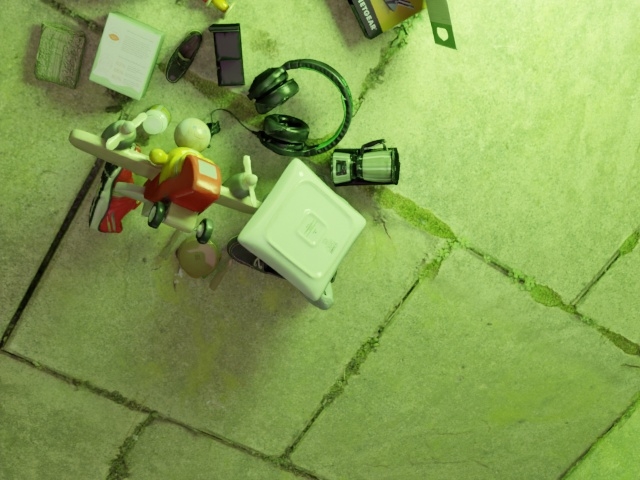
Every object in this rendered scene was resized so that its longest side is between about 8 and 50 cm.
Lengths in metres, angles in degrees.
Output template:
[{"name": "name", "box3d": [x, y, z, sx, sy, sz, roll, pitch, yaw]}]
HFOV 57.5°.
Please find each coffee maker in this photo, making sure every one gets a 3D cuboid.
[{"name": "coffee maker", "box3d": [0.125, -0.195, 1.601, 0.178, 0.171, 0.120, 1, 74, 13]}]

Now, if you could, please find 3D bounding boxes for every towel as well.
[{"name": "towel", "box3d": [-0.651, -0.462, 1.459, 0.110, 0.027, 0.148, 14, 110, -13]}]

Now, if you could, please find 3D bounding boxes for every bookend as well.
[{"name": "bookend", "box3d": [-0.229, -0.451, 1.441, 0.072, 0.156, 0.157, -4, 114, -5]}]

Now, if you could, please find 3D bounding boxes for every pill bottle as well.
[{"name": "pill bottle", "box3d": [-0.423, -0.309, 1.500, 0.065, 0.116, 0.065, -2, 113, -5]}]

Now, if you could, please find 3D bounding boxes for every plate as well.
[{"name": "plate", "box3d": [-0.031, -0.028, 1.508, 0.278, 0.045, 0.277, 40, 70, -20]}]

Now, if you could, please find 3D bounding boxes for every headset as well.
[{"name": "headset", "box3d": [-0.116, -0.318, 1.493, 0.394, 0.185, 0.243, -7, 114, 15]}]

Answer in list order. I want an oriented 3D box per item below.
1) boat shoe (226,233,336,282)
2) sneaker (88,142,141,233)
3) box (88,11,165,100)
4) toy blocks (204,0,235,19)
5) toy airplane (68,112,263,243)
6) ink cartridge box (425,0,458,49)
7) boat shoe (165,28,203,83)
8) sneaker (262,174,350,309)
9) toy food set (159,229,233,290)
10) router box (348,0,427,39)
[{"name": "boat shoe", "box3d": [-0.109, 0.056, 1.703, 0.335, 0.095, 0.112, 13, 111, -12]}, {"name": "sneaker", "box3d": [-0.537, -0.142, 1.586, 0.118, 0.107, 0.279, 16, 115, -32]}, {"name": "box", "box3d": [-0.477, -0.457, 1.445, 0.130, 0.091, 0.170, 22, 109, -14]}, {"name": "toy blocks", "box3d": [-0.262, -0.633, 1.414, 0.148, 0.054, 0.123, 34, 106, -18]}, {"name": "toy airplane", "box3d": [-0.347, -0.165, 1.418, 0.384, 0.386, 0.272, 20, 90, 14]}, {"name": "ink cartridge box", "box3d": [0.284, -0.573, 1.349, 0.056, 0.171, 0.235, -22, 115, 2]}, {"name": "boat shoe", "box3d": [-0.350, -0.466, 1.478, 0.056, 0.049, 0.152, 28, 108, -17]}, {"name": "sneaker", "box3d": [0.000, 0.000, 1.618, 0.210, 0.137, 0.366, -30, 104, -24]}, {"name": "toy food set", "box3d": [-0.358, 0.048, 1.708, 0.192, 0.038, 0.132, 34, 102, -7]}, {"name": "router box", "box3d": [0.154, -0.691, 1.421, 0.243, 0.081, 0.309, -29, 113, 6]}]
